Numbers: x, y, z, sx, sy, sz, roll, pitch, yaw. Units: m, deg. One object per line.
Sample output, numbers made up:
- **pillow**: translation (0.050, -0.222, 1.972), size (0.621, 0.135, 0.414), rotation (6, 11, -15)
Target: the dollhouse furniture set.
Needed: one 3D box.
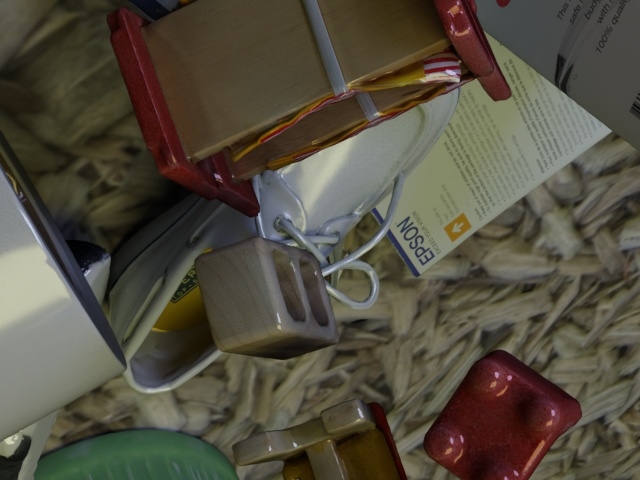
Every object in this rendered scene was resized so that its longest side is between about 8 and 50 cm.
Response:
- **dollhouse furniture set**: translation (0.036, 0.002, 0.728), size (0.201, 0.374, 0.152), rotation (-22, 167, 13)

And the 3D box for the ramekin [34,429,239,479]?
- **ramekin**: translation (-0.187, 0.338, 1.154), size (0.303, 0.148, 0.303), rotation (-17, 132, -19)

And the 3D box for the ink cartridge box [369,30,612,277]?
- **ink cartridge box**: translation (0.134, -0.170, 0.991), size (0.330, 0.071, 0.324), rotation (-36, 135, 0)

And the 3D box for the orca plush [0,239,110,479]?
- **orca plush**: translation (-0.256, 0.108, 0.995), size (0.151, 0.102, 0.287), rotation (-58, 172, -49)

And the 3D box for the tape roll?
- **tape roll**: translation (-0.255, 0.019, 0.782), size (0.169, 0.246, 0.246), rotation (-29, 135, -8)

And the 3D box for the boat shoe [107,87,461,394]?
- **boat shoe**: translation (-0.034, 0.001, 0.898), size (0.367, 0.156, 0.136), rotation (-38, 129, 27)

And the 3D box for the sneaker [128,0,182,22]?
- **sneaker**: translation (-0.031, -0.211, 0.817), size (0.282, 0.099, 0.153), rotation (7, 119, -18)

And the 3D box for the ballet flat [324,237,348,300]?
- **ballet flat**: translation (0.000, 0.000, 1.052), size (0.068, 0.072, 0.213), rotation (-28, 141, -39)

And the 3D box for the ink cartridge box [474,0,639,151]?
- **ink cartridge box**: translation (0.258, -0.171, 0.817), size (0.121, 0.289, 0.211), rotation (4, 122, -37)
